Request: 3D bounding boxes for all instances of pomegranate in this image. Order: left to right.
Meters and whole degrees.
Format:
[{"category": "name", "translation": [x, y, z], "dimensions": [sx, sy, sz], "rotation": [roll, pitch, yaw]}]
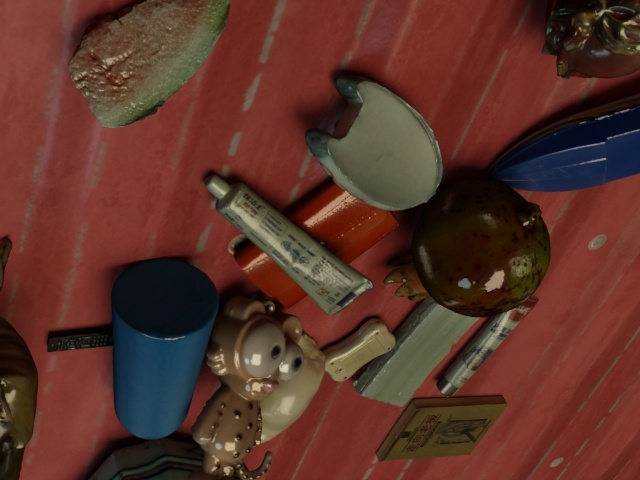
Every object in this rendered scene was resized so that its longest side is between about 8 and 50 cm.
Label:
[{"category": "pomegranate", "translation": [0.196, 0.012, 1.284], "dimensions": [0.245, 0.198, 0.198], "rotation": [1, 148, 26]}]

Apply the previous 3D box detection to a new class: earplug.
[{"category": "earplug", "translation": [-0.218, 0.164, 1.220], "dimensions": [0.132, 0.132, 0.273], "rotation": [-8, 138, -24]}]

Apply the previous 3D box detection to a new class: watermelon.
[{"category": "watermelon", "translation": [-0.172, -0.195, 0.933], "dimensions": [0.180, 0.081, 0.094], "rotation": [-34, 125, -20]}]

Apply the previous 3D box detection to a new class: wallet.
[{"category": "wallet", "translation": [0.000, 0.000, 1.238], "dimensions": [0.204, 0.045, 0.142], "rotation": [-37, 137, 6]}]

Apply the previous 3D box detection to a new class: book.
[{"category": "book", "translation": [0.234, 0.358, 1.747], "dimensions": [0.230, 0.026, 0.161], "rotation": [4, 128, -33]}]

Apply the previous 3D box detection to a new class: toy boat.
[{"category": "toy boat", "translation": [0.065, -0.115, 1.136], "dimensions": [0.207, 0.078, 0.134], "rotation": [31, 81, -37]}, {"category": "toy boat", "translation": [0.379, -0.134, 1.307], "dimensions": [0.295, 0.088, 0.129], "rotation": [-16, 139, 0]}]

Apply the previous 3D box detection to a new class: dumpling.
[{"category": "dumpling", "translation": [-0.077, 0.215, 1.371], "dimensions": [0.169, 0.100, 0.134], "rotation": [-43, 125, 11]}]

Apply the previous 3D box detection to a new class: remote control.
[{"category": "remote control", "translation": [-0.314, 0.130, 1.206], "dimensions": [0.091, 0.016, 0.034], "rotation": [-4, 138, -27]}, {"category": "remote control", "translation": [0.058, 0.173, 1.453], "dimensions": [0.122, 0.032, 0.074], "rotation": [-33, 134, 4]}]

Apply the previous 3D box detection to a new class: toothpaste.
[{"category": "toothpaste", "translation": [-0.045, 0.003, 1.164], "dimensions": [0.268, 0.047, 0.069], "rotation": [41, 81, -26]}, {"category": "toothpaste", "translation": [0.286, 0.178, 1.592], "dimensions": [0.062, 0.039, 0.239], "rotation": [21, 116, -34]}]

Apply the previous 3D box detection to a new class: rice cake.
[{"category": "rice cake", "translation": [0.160, 0.181, 1.514], "dimensions": [0.127, 0.043, 0.237], "rotation": [19, 120, -40]}]

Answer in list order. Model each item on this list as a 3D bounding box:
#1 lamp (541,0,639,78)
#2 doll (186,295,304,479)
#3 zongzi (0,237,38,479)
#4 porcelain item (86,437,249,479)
[{"category": "lamp", "translation": [0.362, -0.289, 1.105], "dimensions": [0.215, 0.151, 0.223], "rotation": [-50, 179, 29]}, {"category": "doll", "translation": [-0.107, 0.216, 1.269], "dimensions": [0.154, 0.119, 0.278], "rotation": [8, 94, -52]}, {"category": "zongzi", "translation": [-0.554, 0.248, 0.996], "dimensions": [0.466, 0.218, 0.500], "rotation": [-8, 138, -37]}, {"category": "porcelain item", "translation": [-0.256, 0.450, 1.452], "dimensions": [0.285, 0.157, 0.281], "rotation": [22, 119, -44]}]
